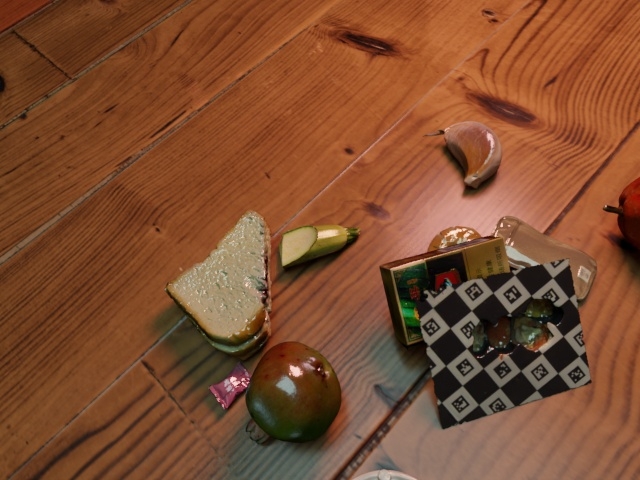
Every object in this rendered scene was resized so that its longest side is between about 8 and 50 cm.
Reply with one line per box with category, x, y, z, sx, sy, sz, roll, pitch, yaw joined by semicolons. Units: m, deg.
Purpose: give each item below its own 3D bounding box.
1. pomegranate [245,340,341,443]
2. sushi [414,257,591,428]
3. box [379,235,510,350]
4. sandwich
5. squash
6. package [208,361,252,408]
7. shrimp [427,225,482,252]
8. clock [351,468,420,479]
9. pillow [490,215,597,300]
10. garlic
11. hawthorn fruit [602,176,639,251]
pomegranate;-0.064;0.293;0.859;0.210;0.179;0.180;-51;57;22
sushi;0.327;0.179;0.860;0.289;0.050;0.264;-15;98;-1
box;0.248;0.095;0.902;0.239;0.071;0.160;-15;98;-9
sandwich;-0.165;0.092;1.023;0.254;0.100;0.288;31;69;32
squash;-0.002;-0.002;1.065;0.200;0.075;0.090;-18;32;-2
package;-0.178;0.292;0.946;0.083;0.029;0.059;-37;63;-23
shrimp;0.269;0.060;0.989;0.115;0.051;0.217;28;73;22
clock;0.112;0.501;0.751;0.236;0.053;0.237;-5;56;7
pillow;0.461;0.031;0.976;0.217;0.033;0.130;29;62;16
garlic;0.355;-0.229;1.134;0.128;0.090;0.198;-33;63;4
hawthorn fruit;0.690;-0.053;0.894;0.260;0.224;0.224;9;60;30
